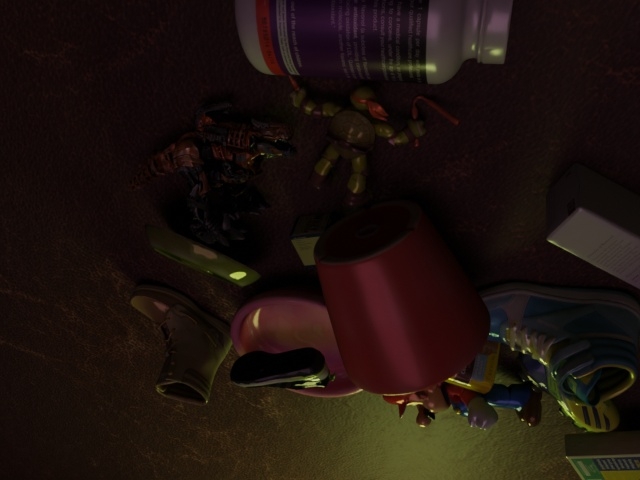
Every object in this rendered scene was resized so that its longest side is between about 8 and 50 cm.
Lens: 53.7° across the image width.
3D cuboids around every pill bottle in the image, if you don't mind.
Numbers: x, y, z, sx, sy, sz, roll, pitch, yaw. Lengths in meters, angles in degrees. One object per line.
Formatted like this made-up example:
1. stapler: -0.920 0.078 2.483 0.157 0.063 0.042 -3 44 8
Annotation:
1. pill bottle: 0.069 -0.290 0.782 0.322 0.182 0.182 7 134 13

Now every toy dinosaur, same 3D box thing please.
1. toy dinosaur: -0.183 -0.125 1.089 0.321 0.164 0.218 3 121 42

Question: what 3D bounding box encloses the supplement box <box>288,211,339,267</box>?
1. supplement box: 0.000 0.000 1.171 0.083 0.056 0.083 -7 129 25

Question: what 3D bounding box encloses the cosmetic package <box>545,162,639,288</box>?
1. cosmetic package: 0.460 -0.010 0.957 0.231 0.117 0.085 26 134 -5

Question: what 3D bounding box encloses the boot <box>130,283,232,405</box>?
1. boot: -0.332 0.230 1.402 0.262 0.203 0.095 35 133 -16

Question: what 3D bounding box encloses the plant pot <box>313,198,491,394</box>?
1. plant pot: 0.123 0.081 1.080 0.274 0.275 0.243 -13 116 29

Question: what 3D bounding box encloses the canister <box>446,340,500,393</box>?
1. canister: 0.257 0.218 1.240 0.169 0.126 0.073 18 154 0

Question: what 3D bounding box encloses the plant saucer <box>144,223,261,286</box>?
1. plant saucer: -0.230 0.036 1.210 0.240 0.037 0.241 22 170 4

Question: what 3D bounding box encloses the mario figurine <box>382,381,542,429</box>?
1. mario figurine: 0.288 0.350 1.326 0.320 0.170 0.198 6 135 13

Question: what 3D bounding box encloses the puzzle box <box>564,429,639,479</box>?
1. puzzle box: 0.723 0.517 1.366 0.272 0.052 0.409 -14 135 30

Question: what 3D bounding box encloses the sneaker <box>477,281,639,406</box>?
1. sneaker: 0.391 0.184 1.101 0.318 0.208 0.127 -3 131 24

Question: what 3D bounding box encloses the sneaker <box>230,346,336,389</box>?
1. sneaker: -0.082 0.291 1.340 0.234 0.084 0.097 -8 130 26

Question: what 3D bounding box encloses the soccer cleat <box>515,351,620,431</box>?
1. soccer cleat: 0.511 0.285 1.238 0.289 0.093 0.121 37 121 -19

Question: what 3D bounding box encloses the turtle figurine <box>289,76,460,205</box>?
1. turtle figurine: 0.062 -0.154 0.981 0.269 0.087 0.217 17 135 3

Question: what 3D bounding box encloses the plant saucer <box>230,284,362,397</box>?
1. plant saucer: -0.026 0.210 1.361 0.332 0.084 0.332 10 135 10
